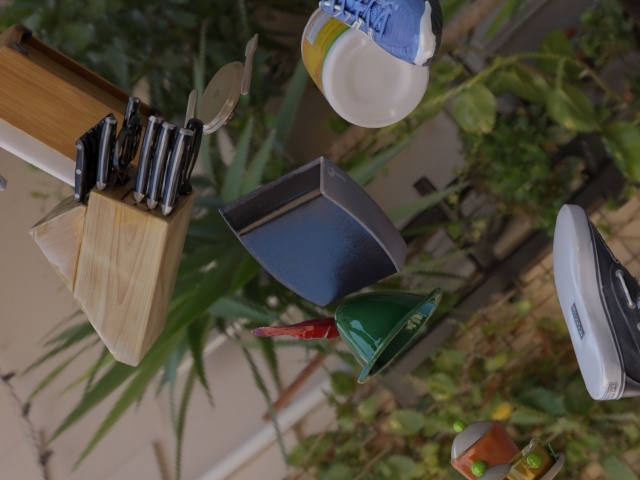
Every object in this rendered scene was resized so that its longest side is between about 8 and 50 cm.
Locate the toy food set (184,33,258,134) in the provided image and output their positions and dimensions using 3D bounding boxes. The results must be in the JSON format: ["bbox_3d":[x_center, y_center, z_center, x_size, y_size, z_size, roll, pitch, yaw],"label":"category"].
[{"bbox_3d":[-0.146,-0.223,1.655,0.039,0.192,0.132,25,-127,-29],"label":"toy food set"}]

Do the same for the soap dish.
[{"bbox_3d":[-0.326,-0.162,1.393,0.291,0.118,0.229,31,-170,-20],"label":"soap dish"}]

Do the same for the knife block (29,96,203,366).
[{"bbox_3d":[-0.190,-0.015,1.198,0.275,0.242,0.088,60,-152,-17],"label":"knife block"}]

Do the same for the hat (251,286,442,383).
[{"bbox_3d":[0.043,0.091,1.537,0.183,0.208,0.173,40,152,15],"label":"hat"}]

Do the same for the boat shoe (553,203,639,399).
[{"bbox_3d":[0.408,0.081,1.511,0.108,0.102,0.301,100,165,-56],"label":"boat shoe"}]

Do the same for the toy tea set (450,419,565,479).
[{"bbox_3d":[0.216,0.320,1.462,0.124,0.200,0.336,48,163,7],"label":"toy tea set"}]

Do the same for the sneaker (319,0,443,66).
[{"bbox_3d":[0.045,-0.226,1.023,0.081,0.080,0.211,-9,-142,-27],"label":"sneaker"}]

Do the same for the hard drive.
[{"bbox_3d":[0.000,0.000,1.393,0.255,0.172,0.054,44,-154,-50],"label":"hard drive"}]

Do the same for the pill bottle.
[{"bbox_3d":[0.049,-0.250,1.425,0.136,0.136,0.245,45,-171,-24],"label":"pill bottle"}]

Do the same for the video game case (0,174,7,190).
[{"bbox_3d":[-0.651,-0.138,1.735,0.193,0.212,0.023,58,-141,-59],"label":"video game case"}]
